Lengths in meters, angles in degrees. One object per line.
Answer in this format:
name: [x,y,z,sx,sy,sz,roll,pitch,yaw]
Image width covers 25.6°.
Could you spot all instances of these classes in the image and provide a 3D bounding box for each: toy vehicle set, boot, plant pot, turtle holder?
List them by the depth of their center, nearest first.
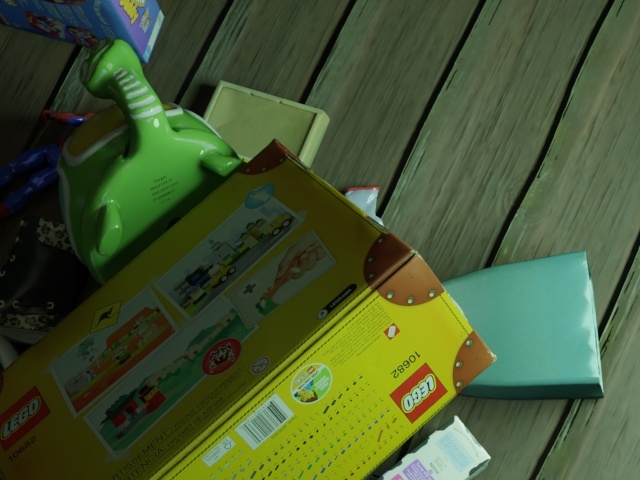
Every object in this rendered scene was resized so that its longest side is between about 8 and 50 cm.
turtle holder: [-0.238,-0.075,1.778,0.243,0.320,0.227,-45,49,2]
plant pot: [0.235,0.121,1.801,0.234,0.166,0.165,-6,76,13]
boot: [-0.436,0.052,1.923,0.236,0.085,0.178,13,76,2]
toy vehicle set: [-0.114,-0.077,1.929,0.166,0.035,0.267,19,79,21]

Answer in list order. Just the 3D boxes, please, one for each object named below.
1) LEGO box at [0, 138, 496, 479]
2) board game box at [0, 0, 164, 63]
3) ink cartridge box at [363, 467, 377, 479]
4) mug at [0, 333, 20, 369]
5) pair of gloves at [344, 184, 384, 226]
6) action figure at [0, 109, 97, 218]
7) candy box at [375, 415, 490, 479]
LEGO box: [-0.118,0.162,1.587,0.500,0.193,0.372,-41,34,-5]
board game box: [-0.362,-0.362,1.880,0.233,0.347,0.078,16,78,9]
ink cartridge box: [-0.018,0.232,1.797,0.203,0.148,0.086,36,76,12]
mug: [-0.539,0.242,1.784,0.374,0.276,0.328,-23,68,7]
pair of gloves: [0.000,0.000,1.921,0.198,0.023,0.159,-2,76,7]
action figure: [-0.376,-0.118,1.928,0.280,0.139,0.091,-30,76,-9]
candy box: [0.116,0.313,1.757,0.196,0.165,0.070,-39,76,-4]
